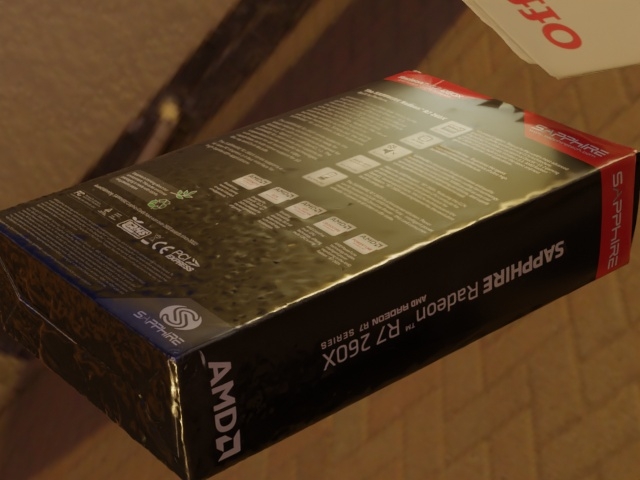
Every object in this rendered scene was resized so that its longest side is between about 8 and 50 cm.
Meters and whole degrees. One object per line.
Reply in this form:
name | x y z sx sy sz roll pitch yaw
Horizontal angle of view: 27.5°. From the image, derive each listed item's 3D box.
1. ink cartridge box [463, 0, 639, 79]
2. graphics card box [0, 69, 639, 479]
ink cartridge box | 0.158 -0.192 0.501 0.306 0.226 0.131 -1 57 51
graphics card box | 0.000 0.000 0.855 0.371 0.094 0.233 -22 34 -34
